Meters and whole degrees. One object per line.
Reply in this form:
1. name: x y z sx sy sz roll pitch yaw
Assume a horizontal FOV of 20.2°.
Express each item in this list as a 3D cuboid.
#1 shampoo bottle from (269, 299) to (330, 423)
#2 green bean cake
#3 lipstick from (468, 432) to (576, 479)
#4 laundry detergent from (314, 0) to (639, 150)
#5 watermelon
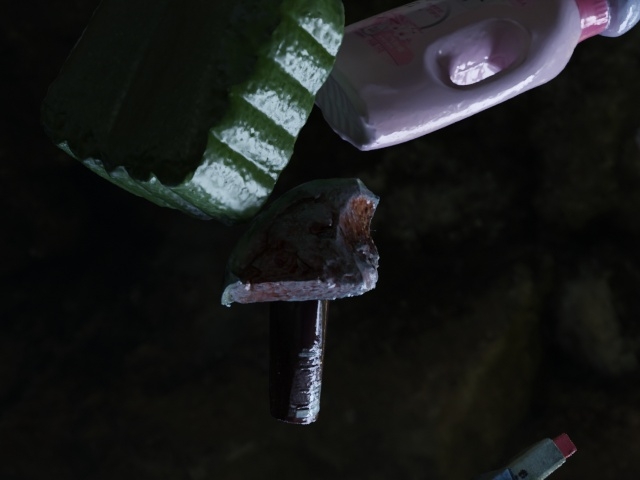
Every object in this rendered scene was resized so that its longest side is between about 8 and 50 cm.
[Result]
1. shampoo bottle: -0.026 0.101 2.123 0.067 0.236 0.068 11 -159 16
2. green bean cake: -0.107 -0.152 1.582 0.222 0.125 0.248 21 -98 42
3. lipstick: 0.227 0.279 2.107 0.051 0.051 0.312 -22 179 29
4. laundry detergent: 0.157 -0.190 1.726 0.335 0.088 0.159 -22 -132 -18
5. watermelon: 0.000 0.000 1.569 0.187 0.071 0.139 -37 -138 -28
